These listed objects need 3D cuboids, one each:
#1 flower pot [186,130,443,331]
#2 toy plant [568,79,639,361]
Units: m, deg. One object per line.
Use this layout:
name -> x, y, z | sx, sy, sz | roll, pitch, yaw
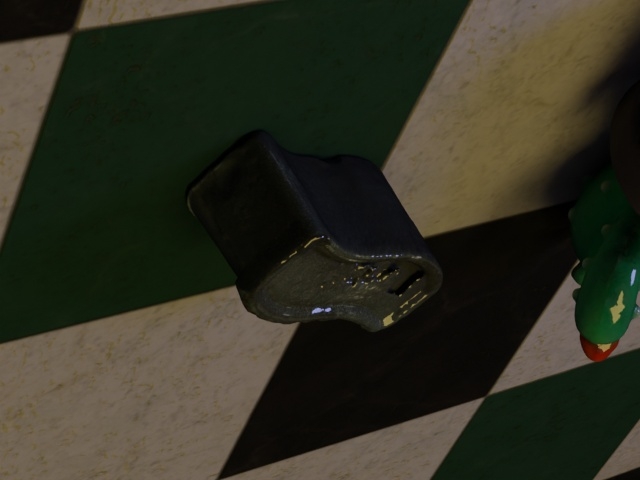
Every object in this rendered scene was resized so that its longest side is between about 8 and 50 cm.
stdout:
flower pot -> 0.000, 0.000, 1.568 | 0.103, 0.108, 0.229 | -43, 151, 22
toy plant -> 0.326, -0.051, 1.746 | 0.185, 0.279, 0.400 | 21, 153, -15
